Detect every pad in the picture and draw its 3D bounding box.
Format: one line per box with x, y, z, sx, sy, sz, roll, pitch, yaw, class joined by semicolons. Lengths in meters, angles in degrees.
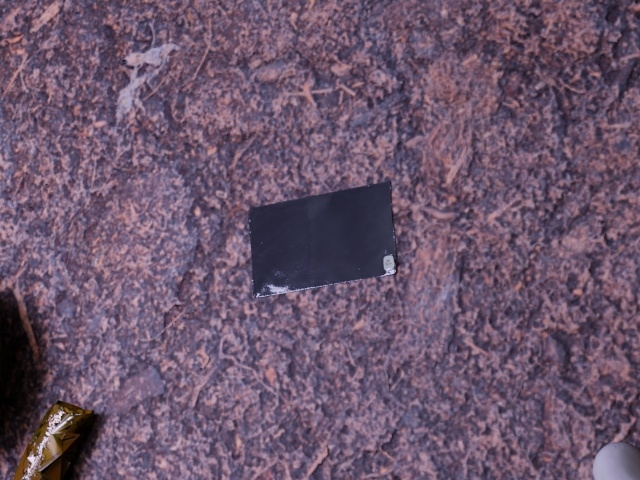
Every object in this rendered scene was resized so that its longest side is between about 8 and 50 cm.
0.000;0.000;1.836;0.193;0.004;0.116;-10;74;25;pad

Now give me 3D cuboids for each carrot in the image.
-0.354;0.304;1.906;0.069;0.069;0.229;25;89;28;carrot

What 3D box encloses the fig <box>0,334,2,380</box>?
-0.536;0.155;1.924;0.271;0.239;0.239;13;83;-3;fig

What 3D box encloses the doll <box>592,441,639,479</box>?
0.354;0.410;1.466;0.366;0.187;0.376;-67;18;5;doll
